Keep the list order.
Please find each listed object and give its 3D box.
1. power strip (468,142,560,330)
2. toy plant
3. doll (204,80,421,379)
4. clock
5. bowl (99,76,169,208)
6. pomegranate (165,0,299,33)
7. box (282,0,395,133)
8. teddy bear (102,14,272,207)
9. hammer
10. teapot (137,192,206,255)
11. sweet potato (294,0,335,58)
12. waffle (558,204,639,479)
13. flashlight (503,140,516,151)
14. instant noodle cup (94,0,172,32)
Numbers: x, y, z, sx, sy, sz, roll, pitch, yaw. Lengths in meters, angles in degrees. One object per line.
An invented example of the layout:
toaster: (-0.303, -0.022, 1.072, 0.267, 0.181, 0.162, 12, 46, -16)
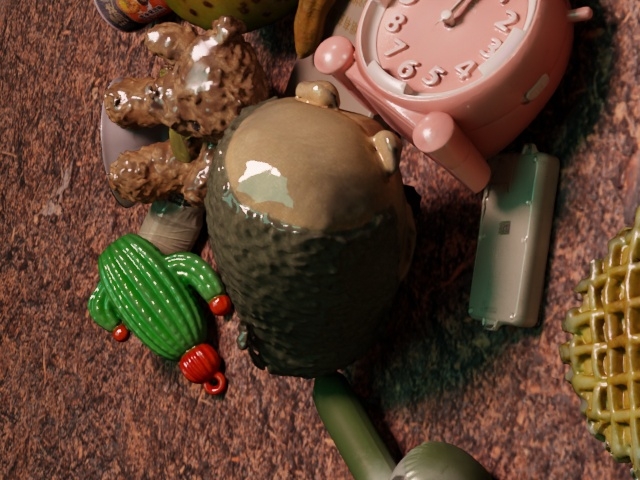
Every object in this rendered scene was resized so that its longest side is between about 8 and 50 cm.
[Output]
power strip: (0.195, -0.002, 1.470, 0.081, 0.035, 0.192, 5, 86, 56)
toy plant: (-0.201, 0.088, 1.938, 0.240, 0.088, 0.155, 27, 89, 16)
doll: (0.000, 0.000, 1.541, 0.350, 0.247, 0.247, 91, 159, -46)
clock: (0.154, -0.199, 1.475, 0.241, 0.142, 0.227, -50, 51, 2)
bowl: (-0.241, -0.142, 2.055, 0.086, 0.189, 0.189, -3, 76, 13)
pomegranate: (-0.094, -0.404, 1.843, 0.231, 0.231, 0.286, -26, 40, 50)
box: (0.022, -0.158, 1.738, 0.204, 0.051, 0.365, 42, 116, 52)
teddy bear: (-0.180, -0.157, 1.833, 0.296, 0.222, 0.246, -13, 81, 22)
hammer: (0.064, 0.250, 1.546, 0.206, 0.119, 0.335, -64, 31, 22)
teapot: (-0.220, -0.004, 2.037, 0.200, 0.077, 0.107, -62, 19, 26)
sweet potato: (0.003, -0.299, 1.710, 0.054, 0.053, 0.182, 39, 113, 47)
waffle: (0.291, 0.089, 1.292, 0.214, 0.054, 0.208, -64, 34, 26)
flashlight: (0.169, -0.126, 1.538, 0.110, 0.031, 0.052, 48, 120, 49)
instant noodle cup: (-0.249, -0.377, 2.131, 0.135, 0.127, 0.127, -6, 77, 45)
